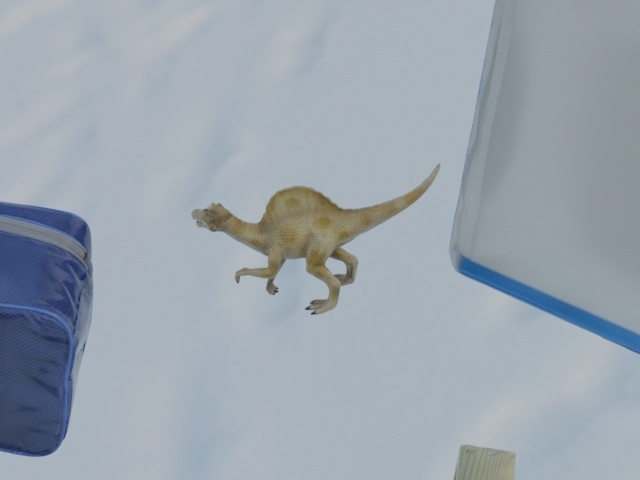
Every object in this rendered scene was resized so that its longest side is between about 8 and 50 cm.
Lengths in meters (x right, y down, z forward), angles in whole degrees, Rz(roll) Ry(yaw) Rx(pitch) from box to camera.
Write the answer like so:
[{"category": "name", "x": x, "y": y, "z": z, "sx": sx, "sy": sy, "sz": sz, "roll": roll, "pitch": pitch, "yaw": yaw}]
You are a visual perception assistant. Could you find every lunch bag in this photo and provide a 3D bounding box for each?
[{"category": "lunch bag", "x": -0.124, "y": 0.033, "z": 0.613, "sx": 0.067, "sy": 0.098, "sz": 0.065, "roll": 11, "pitch": 43, "yaw": -5}]

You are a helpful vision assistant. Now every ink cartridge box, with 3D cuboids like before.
[{"category": "ink cartridge box", "x": 0.284, "y": -0.075, "z": 0.693, "sx": 0.285, "sy": 0.166, "sz": 0.395, "roll": 24, "pitch": 35, "yaw": 26}]

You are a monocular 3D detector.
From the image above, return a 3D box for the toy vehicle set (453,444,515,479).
[{"category": "toy vehicle set", "x": 0.080, "y": 0.279, "z": 0.984, "sx": 0.035, "sy": 0.267, "sz": 0.166, "roll": 9, "pitch": 39, "yaw": 3}]

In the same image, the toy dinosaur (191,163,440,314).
[{"category": "toy dinosaur", "x": 0.000, "y": 0.000, "z": 1.122, "sx": 0.183, "sy": 0.093, "sz": 0.053, "roll": -7, "pitch": 28, "yaw": 4}]
